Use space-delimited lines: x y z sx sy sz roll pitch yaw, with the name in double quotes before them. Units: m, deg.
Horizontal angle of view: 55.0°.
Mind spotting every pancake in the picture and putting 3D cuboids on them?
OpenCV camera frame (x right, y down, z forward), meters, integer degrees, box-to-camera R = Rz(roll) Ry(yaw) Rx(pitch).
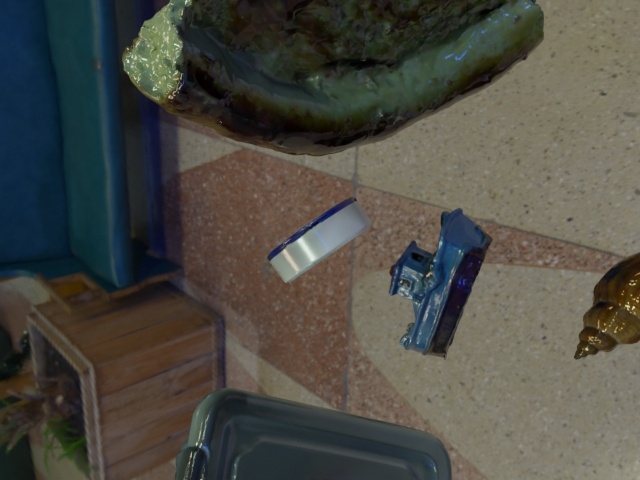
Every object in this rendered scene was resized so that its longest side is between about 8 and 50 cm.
"pancake" 0.060 -0.196 0.551 0.305 0.426 0.067 -58 47 36

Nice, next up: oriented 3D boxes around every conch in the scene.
"conch" 0.456 0.041 0.834 0.093 0.330 0.109 41 177 -3

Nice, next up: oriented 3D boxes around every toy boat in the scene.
"toy boat" 0.123 0.059 0.708 0.097 0.100 0.223 25 137 17

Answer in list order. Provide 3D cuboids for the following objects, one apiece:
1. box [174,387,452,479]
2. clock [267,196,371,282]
"box" -0.011 0.217 0.463 0.130 0.226 0.162 -43 36 50
"clock" 0.000 0.000 1.321 0.083 0.230 0.230 53 137 2
